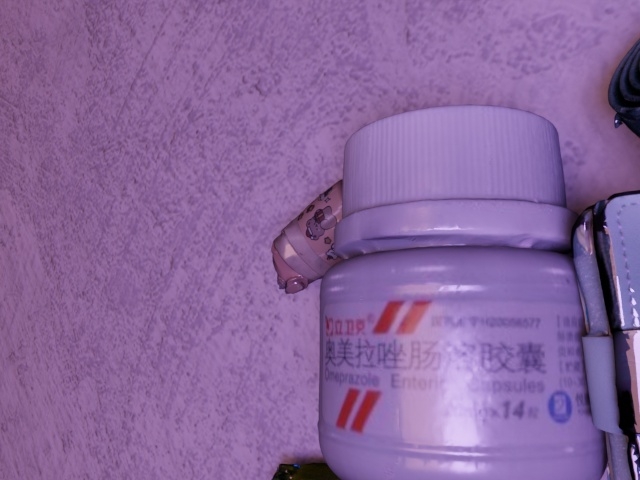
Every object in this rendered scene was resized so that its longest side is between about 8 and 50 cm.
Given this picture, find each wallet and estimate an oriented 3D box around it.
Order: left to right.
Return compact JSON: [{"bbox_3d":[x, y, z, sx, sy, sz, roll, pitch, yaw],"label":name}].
[{"bbox_3d":[0.271,0.087,0.370,0.176,0.075,0.250,-5,85,6],"label":"wallet"}]

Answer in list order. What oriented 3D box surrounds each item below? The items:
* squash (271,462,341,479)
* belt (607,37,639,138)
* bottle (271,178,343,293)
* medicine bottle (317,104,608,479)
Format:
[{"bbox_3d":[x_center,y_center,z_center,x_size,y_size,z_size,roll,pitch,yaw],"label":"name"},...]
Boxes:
[{"bbox_3d":[0.061,0.309,0.650,0.332,0.087,0.087,-5,87,36],"label":"squash"},{"bbox_3d":[0.338,-0.161,0.389,0.116,0.206,0.267,39,109,-7],"label":"belt"},{"bbox_3d":[-0.001,0.000,0.688,0.152,0.099,0.098,-38,69,27],"label":"bottle"},{"bbox_3d":[0.120,0.057,0.513,0.245,0.245,0.306,-7,77,35],"label":"medicine bottle"}]
